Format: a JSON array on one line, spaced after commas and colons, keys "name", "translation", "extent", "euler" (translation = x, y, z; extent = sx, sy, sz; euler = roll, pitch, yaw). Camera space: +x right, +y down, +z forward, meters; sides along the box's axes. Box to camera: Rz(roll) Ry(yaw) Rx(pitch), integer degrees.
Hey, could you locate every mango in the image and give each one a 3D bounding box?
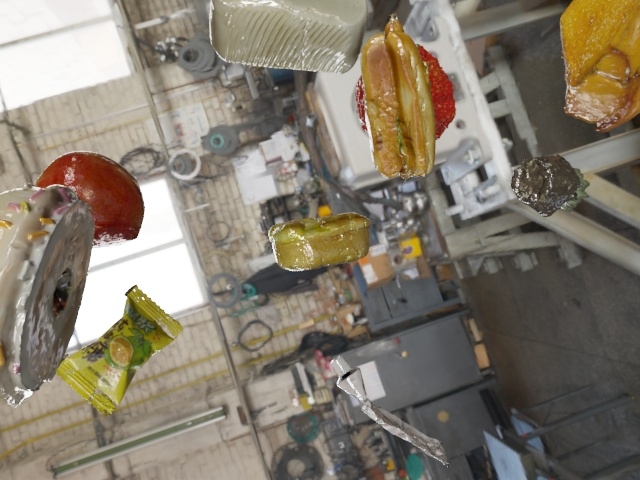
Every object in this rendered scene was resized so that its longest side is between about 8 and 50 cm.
[{"name": "mango", "translation": [0.513, -0.349, 0.952], "extent": [0.201, 0.199, 0.350], "euler": [43, 159, 25]}]

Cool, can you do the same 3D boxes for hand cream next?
[{"name": "hand cream", "translation": [0.116, 0.298, 0.976], "extent": [0.257, 0.050, 0.084], "euler": [41, -177, 3]}]

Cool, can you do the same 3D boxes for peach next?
[{"name": "peach", "translation": [-0.704, -0.117, 1.741], "extent": [0.332, 0.308, 0.308], "euler": [35, -177, -14]}]

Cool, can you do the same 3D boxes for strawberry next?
[{"name": "strawberry", "translation": [0.209, -0.379, 1.486], "extent": [0.312, 0.267, 0.351], "euler": [56, -157, -10]}]

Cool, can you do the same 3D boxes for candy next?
[{"name": "candy", "translation": [-0.500, 0.268, 1.403], "extent": [0.187, 0.297, 0.081], "euler": [44, 143, -6]}]

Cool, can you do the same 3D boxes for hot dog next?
[{"name": "hot dog", "translation": [0.121, -0.204, 0.858], "extent": [0.072, 0.109, 0.269], "euler": [-62, -31, -48]}]

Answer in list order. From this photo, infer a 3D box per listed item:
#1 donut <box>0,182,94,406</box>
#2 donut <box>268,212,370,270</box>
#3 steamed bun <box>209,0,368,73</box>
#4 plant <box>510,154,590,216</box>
[{"name": "donut", "translation": [-0.500, 0.078, 0.936], "extent": [0.382, 0.142, 0.383], "euler": [-168, 90, -80]}, {"name": "donut", "translation": [0.000, 0.000, 1.451], "extent": [0.208, 0.261, 0.128], "euler": [-171, 73, -74]}, {"name": "steamed bun", "translation": [-0.078, -0.572, 1.392], "extent": [0.247, 0.383, 0.236], "euler": [112, 161, -66]}, {"name": "plant", "translation": [0.568, -0.136, 1.387], "extent": [0.132, 0.194, 0.129], "euler": [-43, 53, 39]}]
